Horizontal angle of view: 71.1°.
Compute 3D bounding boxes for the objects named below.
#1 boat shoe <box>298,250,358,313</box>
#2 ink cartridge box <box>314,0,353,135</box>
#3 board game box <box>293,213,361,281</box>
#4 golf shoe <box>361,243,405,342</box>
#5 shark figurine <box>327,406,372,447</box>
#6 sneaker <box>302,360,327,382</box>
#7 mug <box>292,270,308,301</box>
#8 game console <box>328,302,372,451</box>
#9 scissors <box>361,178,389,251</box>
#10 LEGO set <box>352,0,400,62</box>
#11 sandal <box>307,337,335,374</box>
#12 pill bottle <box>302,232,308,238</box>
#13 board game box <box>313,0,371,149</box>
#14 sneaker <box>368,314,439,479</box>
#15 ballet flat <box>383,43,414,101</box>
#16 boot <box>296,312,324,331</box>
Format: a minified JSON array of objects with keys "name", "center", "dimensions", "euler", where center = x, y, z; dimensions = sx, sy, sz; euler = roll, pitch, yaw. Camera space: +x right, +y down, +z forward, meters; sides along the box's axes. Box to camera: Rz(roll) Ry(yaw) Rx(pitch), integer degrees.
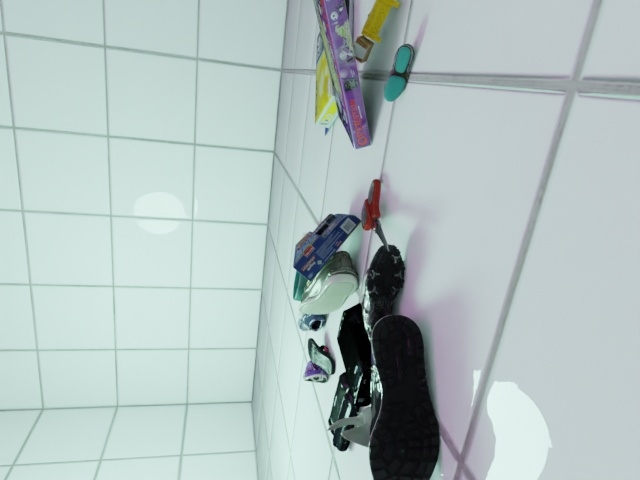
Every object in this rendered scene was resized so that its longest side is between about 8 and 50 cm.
[{"name":"boat shoe","center":[0.016,0.125,1.205],"dimensions":[0.305,0.109,0.091],"euler":[127,144,-58]},{"name":"ink cartridge box","center":[0.026,-0.519,1.375],"dimensions":[0.307,0.072,0.303],"euler":[155,117,-73]},{"name":"board game box","center":[0.000,0.000,1.159],"dimensions":[0.194,0.060,0.194],"euler":[-50,12,-3]},{"name":"golf shoe","center":[0.110,0.100,0.866],"dimensions":[0.094,0.077,0.198],"euler":[-141,56,-74]},{"name":"shark figurine","center":[0.085,0.363,0.844],"dimensions":[0.278,0.116,0.166],"euler":[-158,73,-74]},{"name":"sneaker","center":[-0.022,0.403,1.393],"dimensions":[0.170,0.069,0.071],"euler":[145,134,-73]},{"name":"mug","center":[-0.022,0.114,1.360],"dimensions":[0.129,0.098,0.157],"euler":[-94,17,-57]},{"name":"game console","center":[0.067,0.345,1.075],"dimensions":[0.213,0.044,0.361],"euler":[-106,23,-58]},{"name":"scissors","center":[0.111,-0.026,0.908],"dimensions":[0.297,0.021,0.108],"euler":[-89,14,-56]},{"name":"LEGO set","center":[0.110,-0.536,0.950],"dimensions":[0.287,0.132,0.107],"euler":[71,-154,-44]},{"name":"sandal","center":[0.008,0.349,1.348],"dimensions":[0.179,0.040,0.067],"euler":[26,117,59]},{"name":"pill bottle","center":[-0.040,0.034,1.542],"dimensions":[0.065,0.065,0.116],"euler":[150,122,-74]},{"name":"board game box","center":[0.046,-0.407,1.025],"dimensions":[0.208,0.056,0.346],"euler":[-111,3,-52]},{"name":"sneaker","center":[0.131,0.271,0.748],"dimensions":[0.124,0.107,0.283],"euler":[85,-172,-75]},{"name":"ballet flat","center":[0.154,-0.325,0.867],"dimensions":[0.114,0.041,0.041],"euler":[106,161,-44]},{"name":"boot","center":[-0.034,0.267,1.455],"dimensions":[0.190,0.069,0.086],"euler":[111,161,-48]}]
